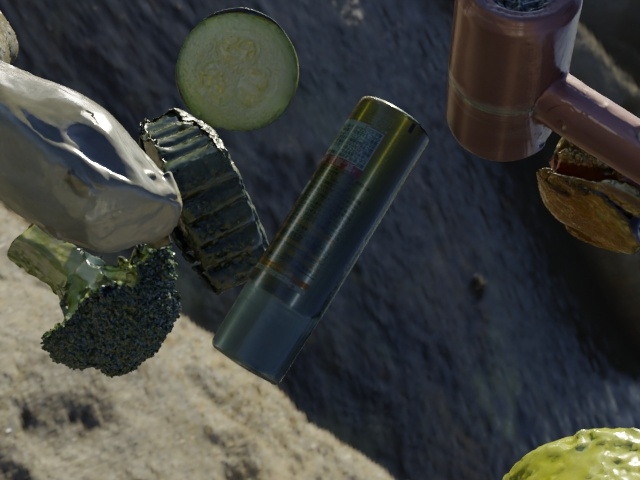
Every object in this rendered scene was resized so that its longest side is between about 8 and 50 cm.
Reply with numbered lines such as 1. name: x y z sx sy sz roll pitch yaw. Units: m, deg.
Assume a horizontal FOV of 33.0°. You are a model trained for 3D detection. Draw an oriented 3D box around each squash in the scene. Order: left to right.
1. squash: -0.169 -0.348 2.208 0.049 0.252 0.252 -69 134 -86

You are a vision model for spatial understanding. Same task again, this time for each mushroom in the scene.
1. mushroom: -0.267 -0.099 0.850 0.351 0.097 0.109 30 37 6

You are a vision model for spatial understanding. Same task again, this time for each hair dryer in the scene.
1. hair dryer: 0.280 -0.131 1.072 0.352 0.125 0.210 36 -24 23

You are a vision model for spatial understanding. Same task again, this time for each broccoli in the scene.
1. broccoli: -0.425 0.097 1.879 0.221 0.361 0.252 33 68 -56

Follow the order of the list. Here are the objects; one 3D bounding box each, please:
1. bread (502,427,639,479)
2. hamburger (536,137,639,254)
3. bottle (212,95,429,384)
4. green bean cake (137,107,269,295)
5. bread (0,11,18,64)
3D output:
1. bread: 0.366 0.444 1.350 0.348 0.348 0.308 58 31 -16
2. hamburger: 0.504 -0.092 1.908 0.244 0.163 0.244 37 -10 7
3. bottle: 0.000 0.000 1.045 0.082 0.082 0.286 38 82 -44
4. green bean cake: -0.188 -0.070 1.708 0.241 0.132 0.255 47 -21 59
5. bread: -0.444 -0.257 1.205 0.183 0.102 0.337 49 3 26
